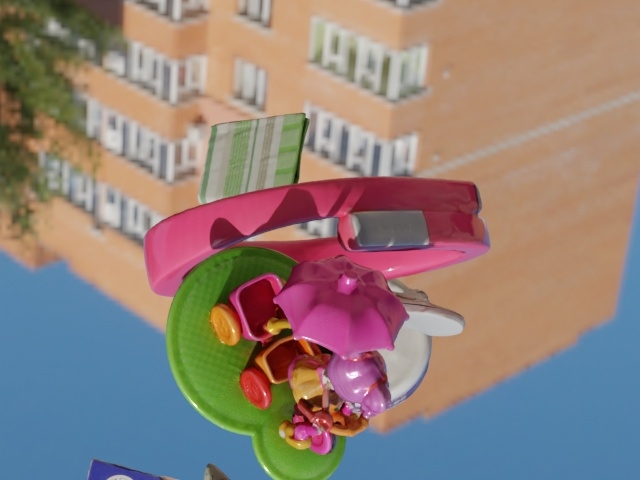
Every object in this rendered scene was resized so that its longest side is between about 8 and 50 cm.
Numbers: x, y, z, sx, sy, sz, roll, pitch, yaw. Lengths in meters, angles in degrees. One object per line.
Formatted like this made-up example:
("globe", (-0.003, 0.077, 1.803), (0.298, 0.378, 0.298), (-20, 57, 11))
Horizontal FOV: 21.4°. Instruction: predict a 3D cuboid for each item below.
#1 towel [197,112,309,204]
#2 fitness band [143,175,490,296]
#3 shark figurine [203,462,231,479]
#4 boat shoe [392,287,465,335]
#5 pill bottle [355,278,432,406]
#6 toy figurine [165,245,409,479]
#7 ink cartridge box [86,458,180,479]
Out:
("towel", (-0.083, -0.101, 2.129), (0.152, 0.113, 0.023), (-4, 158, 35))
("fitness band", (0.000, 0.000, 1.289), (0.209, 0.054, 0.291), (-16, 169, 40))
("shark figurine", (-0.068, 0.363, 1.607), (0.116, 0.278, 0.166), (-7, -144, -29))
("boat shoe", (0.078, 0.056, 1.453), (0.100, 0.035, 0.035), (7, -123, 22))
("pill bottle", (0.058, 0.138, 2.177), (0.169, 0.169, 0.301), (7, 172, 4))
("toy figurine", (-0.002, 0.076, 1.086), (0.130, 0.173, 0.159), (-25, -177, -29))
("ink cartridge box", (-0.040, 0.312, 1.395), (0.371, 0.176, 0.069), (14, 178, 7))
